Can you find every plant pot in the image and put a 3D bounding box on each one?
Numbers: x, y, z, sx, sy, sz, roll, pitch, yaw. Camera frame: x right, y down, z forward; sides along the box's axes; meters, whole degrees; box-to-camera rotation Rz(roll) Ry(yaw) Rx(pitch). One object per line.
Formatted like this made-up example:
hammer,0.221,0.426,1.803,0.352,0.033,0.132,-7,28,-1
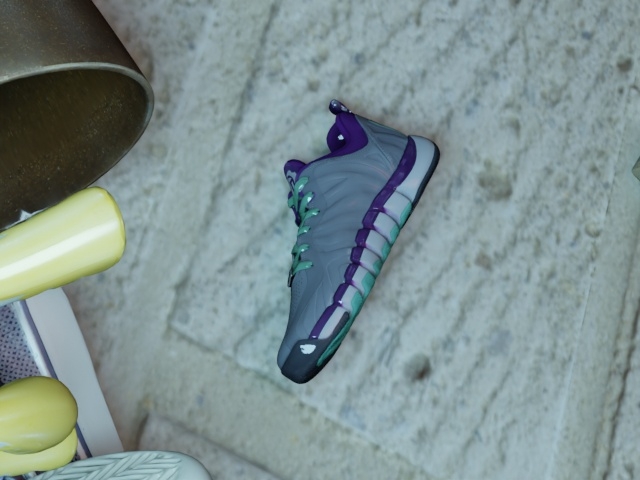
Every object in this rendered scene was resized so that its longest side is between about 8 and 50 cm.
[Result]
plant pot,-0.244,-0.140,1.161,0.215,0.215,0.230,-13,69,-38

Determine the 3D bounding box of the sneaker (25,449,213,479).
sneaker,-0.189,0.248,1.037,0.350,0.131,0.148,-31,104,0

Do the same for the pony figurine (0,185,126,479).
pony figurine,-0.302,0.103,0.917,0.363,0.351,0.303,-17,83,-35

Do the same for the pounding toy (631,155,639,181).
pounding toy,0.354,-0.056,1.609,0.141,0.130,0.100,42,67,-17

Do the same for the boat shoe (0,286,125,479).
boat shoe,-0.182,0.187,1.146,0.158,0.127,0.341,-23,86,-26

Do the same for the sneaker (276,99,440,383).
sneaker,0.000,0.000,1.370,0.098,0.083,0.224,28,55,2
